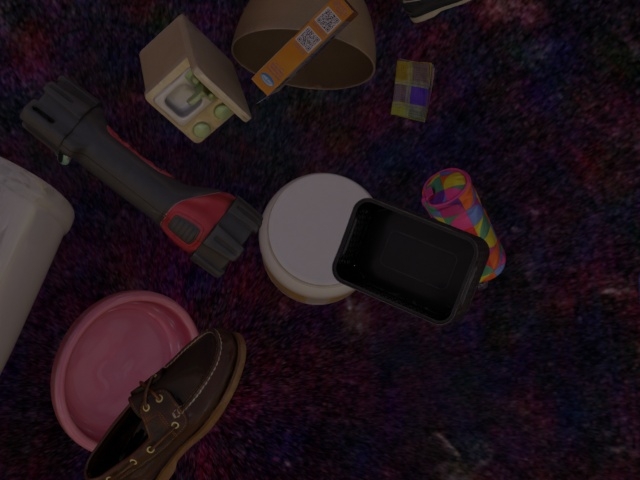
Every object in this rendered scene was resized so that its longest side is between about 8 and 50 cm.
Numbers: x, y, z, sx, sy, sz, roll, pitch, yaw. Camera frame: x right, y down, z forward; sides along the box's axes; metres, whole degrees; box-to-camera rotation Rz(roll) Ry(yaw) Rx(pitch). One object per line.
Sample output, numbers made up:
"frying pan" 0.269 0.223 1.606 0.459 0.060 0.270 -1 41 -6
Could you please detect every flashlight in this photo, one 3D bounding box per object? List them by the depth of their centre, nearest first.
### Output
"flashlight" -0.215 -0.083 1.093 0.304 0.103 0.103 39 72 -6

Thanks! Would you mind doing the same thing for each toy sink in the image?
"toy sink" -0.244 -0.291 1.679 0.131 0.234 0.152 -38 130 14

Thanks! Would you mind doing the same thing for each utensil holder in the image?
"utensil holder" -0.644 0.064 1.492 0.327 0.327 0.386 21 69 -5

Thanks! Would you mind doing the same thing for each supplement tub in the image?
"supplement tub" 0.000 0.000 1.742 0.240 0.331 0.241 0 83 -3

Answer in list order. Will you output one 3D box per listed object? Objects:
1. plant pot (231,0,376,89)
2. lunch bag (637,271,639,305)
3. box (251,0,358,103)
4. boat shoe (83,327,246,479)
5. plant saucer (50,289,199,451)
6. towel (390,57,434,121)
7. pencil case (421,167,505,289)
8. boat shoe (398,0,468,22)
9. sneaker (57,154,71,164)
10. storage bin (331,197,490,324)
"plant pot" -0.020 -0.439 1.740 0.283 0.284 0.191 10 78 -7
"lunch bag" 0.474 0.010 0.691 0.328 0.385 0.239 -49 129 -49
"box" -0.020 -0.195 0.909 0.136 0.081 0.028 -40 96 13
"boat shoe" -0.147 0.163 0.827 0.073 0.073 0.207 24 109 -32
"plant saucer" -0.392 0.257 1.765 0.332 0.084 0.332 -11 106 -42
"towel" 0.128 -0.212 1.243 0.060 0.009 0.083 19 112 30
"pencil case" 0.261 -0.020 1.609 0.104 0.104 0.236 -40 128 -13
"boat shoe" 0.287 -0.575 1.975 0.079 0.254 0.095 42 50 -31
"sneaker" -0.321 -0.150 1.189 0.069 0.038 0.098 0 93 -40
"storage bin" 0.122 0.026 1.188 0.180 0.084 0.122 23 97 19
